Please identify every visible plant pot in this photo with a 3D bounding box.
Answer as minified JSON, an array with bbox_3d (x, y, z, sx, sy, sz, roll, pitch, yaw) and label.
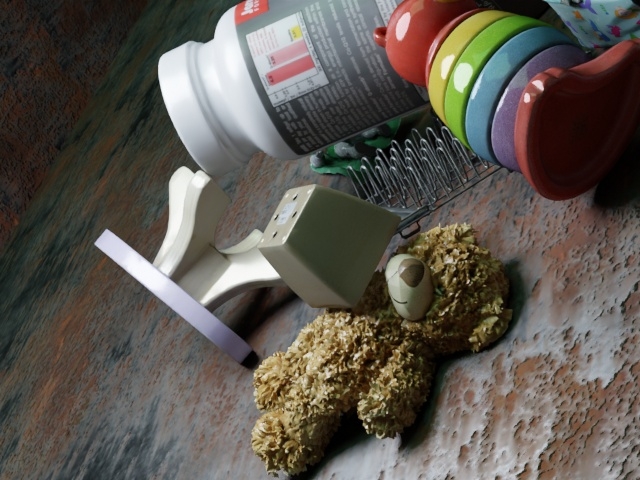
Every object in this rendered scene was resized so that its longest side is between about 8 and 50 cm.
[{"bbox_3d":[0.000,0.000,1.401,0.109,0.096,0.109,-62,21,-15],"label":"plant pot"}]

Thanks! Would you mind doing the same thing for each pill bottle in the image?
[{"bbox_3d":[-0.002,-0.223,1.674,0.363,0.210,0.210,-22,28,13],"label":"pill bottle"}]

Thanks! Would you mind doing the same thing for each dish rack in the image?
[{"bbox_3d":[0.118,-0.084,1.558,0.271,0.074,0.208,-32,14,-20],"label":"dish rack"}]

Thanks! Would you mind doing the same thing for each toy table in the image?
[{"bbox_3d":[-0.154,0.023,1.779,0.161,0.274,0.252,-50,-20,-6],"label":"toy table"}]

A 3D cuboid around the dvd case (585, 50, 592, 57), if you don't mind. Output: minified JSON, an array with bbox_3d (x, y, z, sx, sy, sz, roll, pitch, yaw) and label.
[{"bbox_3d":[0.250,-0.200,1.598,0.119,0.013,0.087,-23,12,-26],"label":"dvd case"}]

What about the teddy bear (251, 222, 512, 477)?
[{"bbox_3d":[0.040,0.110,1.416,0.338,0.113,0.245,-29,30,41],"label":"teddy bear"}]

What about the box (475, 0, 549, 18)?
[{"bbox_3d":[0.261,-0.419,1.802,0.381,0.191,0.143,-46,21,8],"label":"box"}]

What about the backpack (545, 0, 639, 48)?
[{"bbox_3d":[0.351,-0.323,1.486,0.225,0.191,0.253,-52,17,-9],"label":"backpack"}]

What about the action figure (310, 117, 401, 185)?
[{"bbox_3d":[0.032,-0.140,1.938,0.137,0.063,0.232,-57,19,-13],"label":"action figure"}]

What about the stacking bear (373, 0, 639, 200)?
[{"bbox_3d":[0.180,-0.177,1.417,0.175,0.164,0.289,-22,43,-29],"label":"stacking bear"}]
